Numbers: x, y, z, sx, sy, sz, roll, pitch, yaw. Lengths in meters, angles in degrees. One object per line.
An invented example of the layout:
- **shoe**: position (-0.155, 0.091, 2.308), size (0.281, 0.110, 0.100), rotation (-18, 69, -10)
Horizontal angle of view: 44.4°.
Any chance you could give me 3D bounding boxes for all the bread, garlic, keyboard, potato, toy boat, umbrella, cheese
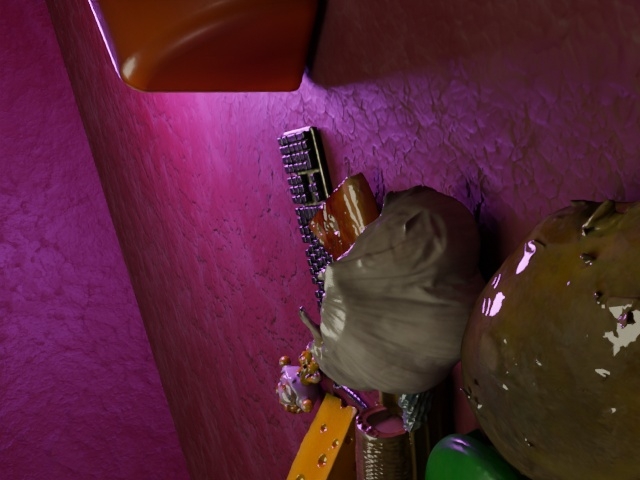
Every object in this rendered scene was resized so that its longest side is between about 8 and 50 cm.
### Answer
- **bread**: position (0.041, -0.026, 0.955), size (0.154, 0.054, 0.136), rotation (46, 146, 39)
- **garlic**: position (0.088, 0.071, 0.770), size (0.143, 0.178, 0.229), rotation (44, 130, 26)
- **keyboard**: position (0.000, 0.000, 1.103), size (0.106, 0.027, 0.317), rotation (1, 106, 66)
- **potato**: position (0.196, 0.079, 0.561), size (0.192, 0.141, 0.296), rotation (59, 151, 26)
- **toy boat**: position (0.095, 0.258, 0.937), size (0.089, 0.115, 0.310), rotation (36, 136, 56)
- **umbrella**: position (0.041, 0.224, 1.165), size (0.022, 0.022, 0.149), rotation (38, 178, -33)
- **cheese**: position (0.025, 0.330, 1.216), size (0.093, 0.126, 0.171), rotation (15, 98, 63)

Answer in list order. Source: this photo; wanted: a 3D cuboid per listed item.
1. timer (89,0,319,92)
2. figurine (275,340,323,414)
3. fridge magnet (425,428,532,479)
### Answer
- **timer**: position (-0.159, -0.311, 0.975), size (0.258, 0.250, 0.161), rotation (65, 155, 21)
- **figurine**: position (-0.029, 0.220, 1.276), size (0.101, 0.068, 0.143), rotation (34, 123, 52)
- **fridge magnet**: position (0.179, 0.296, 0.802), size (0.208, 0.088, 0.208), rotation (49, 148, 46)
